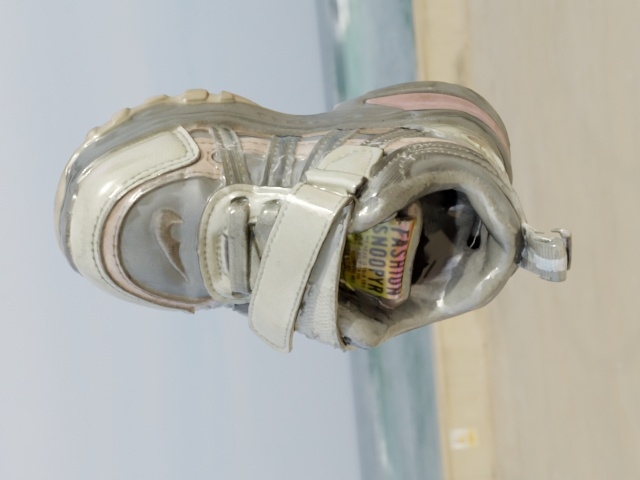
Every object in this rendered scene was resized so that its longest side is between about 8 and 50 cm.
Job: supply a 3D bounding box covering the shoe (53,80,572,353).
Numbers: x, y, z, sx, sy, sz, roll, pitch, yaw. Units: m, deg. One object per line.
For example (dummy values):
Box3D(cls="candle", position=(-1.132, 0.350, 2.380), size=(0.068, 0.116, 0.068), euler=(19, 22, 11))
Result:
Box3D(cls="shoe", position=(0.000, 0.000, 0.530), size=(0.092, 0.180, 0.089), euler=(-127, 36, -54))
